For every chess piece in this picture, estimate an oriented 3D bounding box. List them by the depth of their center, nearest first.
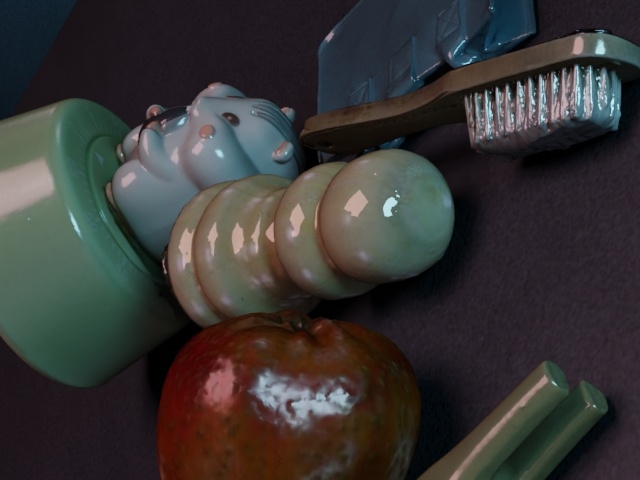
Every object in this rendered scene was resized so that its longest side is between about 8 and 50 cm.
[{"bbox_3d":[0.000,0.000,1.044,0.261,0.143,0.143,-13,53,51],"label":"chess piece"}]

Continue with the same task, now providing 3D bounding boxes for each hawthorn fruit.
[{"bbox_3d":[-0.026,0.148,0.889,0.179,0.179,0.200,4,85,64],"label":"hawthorn fruit"}]

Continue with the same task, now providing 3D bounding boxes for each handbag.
[{"bbox_3d":[0.086,-0.167,1.119,0.229,0.062,0.179,-41,35,39],"label":"handbag"}]

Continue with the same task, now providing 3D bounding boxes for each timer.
[{"bbox_3d":[-0.162,-0.043,1.296,0.315,0.291,0.291,-26,37,17],"label":"timer"}]

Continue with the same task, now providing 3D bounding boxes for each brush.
[{"bbox_3d":[0.097,-0.086,0.964,0.327,0.070,0.065,-8,74,50],"label":"brush"}]

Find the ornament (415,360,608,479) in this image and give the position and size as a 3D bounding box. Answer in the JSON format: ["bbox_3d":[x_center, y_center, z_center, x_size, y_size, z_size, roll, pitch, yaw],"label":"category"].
[{"bbox_3d":[0.085,0.222,0.713,0.245,0.061,0.230,-50,29,24],"label":"ornament"}]
